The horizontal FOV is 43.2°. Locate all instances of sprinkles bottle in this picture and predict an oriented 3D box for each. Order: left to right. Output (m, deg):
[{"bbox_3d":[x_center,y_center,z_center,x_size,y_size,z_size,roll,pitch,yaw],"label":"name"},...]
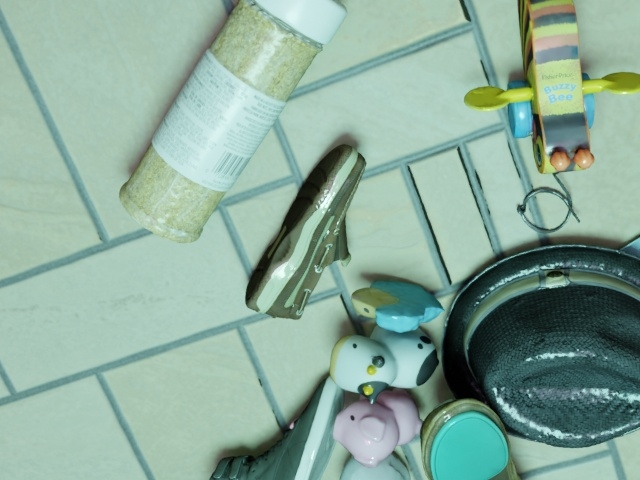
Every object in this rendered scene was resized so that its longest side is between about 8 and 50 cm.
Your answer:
[{"bbox_3d":[-0.113,-0.166,0.991,0.121,0.121,0.355,34,107,-6],"label":"sprinkles bottle"}]

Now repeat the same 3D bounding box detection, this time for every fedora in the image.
[{"bbox_3d":[0.321,0.166,1.028,0.334,0.152,0.334,3,112,8],"label":"fedora"}]

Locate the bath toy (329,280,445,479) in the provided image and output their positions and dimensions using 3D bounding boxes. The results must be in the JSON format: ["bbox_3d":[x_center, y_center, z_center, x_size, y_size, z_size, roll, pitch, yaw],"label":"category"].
[{"bbox_3d":[0.082,0.235,1.083,0.151,0.129,0.348,0,110,-12],"label":"bath toy"}]

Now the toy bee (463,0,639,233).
[{"bbox_3d":[0.287,-0.145,0.941,0.195,0.162,0.298,-27,103,11],"label":"toy bee"}]

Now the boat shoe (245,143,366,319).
[{"bbox_3d":[-0.001,-0.004,1.057,0.095,0.095,0.257,26,115,-17],"label":"boat shoe"}]

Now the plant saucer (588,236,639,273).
[{"bbox_3d":[0.446,0.010,1.048,0.192,0.018,0.067,-34,101,14],"label":"plant saucer"}]

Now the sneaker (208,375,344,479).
[{"bbox_3d":[-0.072,0.310,1.142,0.147,0.104,0.295,21,91,19],"label":"sneaker"}]

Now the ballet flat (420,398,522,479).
[{"bbox_3d":[0.200,0.286,1.067,0.116,0.124,0.342,-29,128,6],"label":"ballet flat"}]
